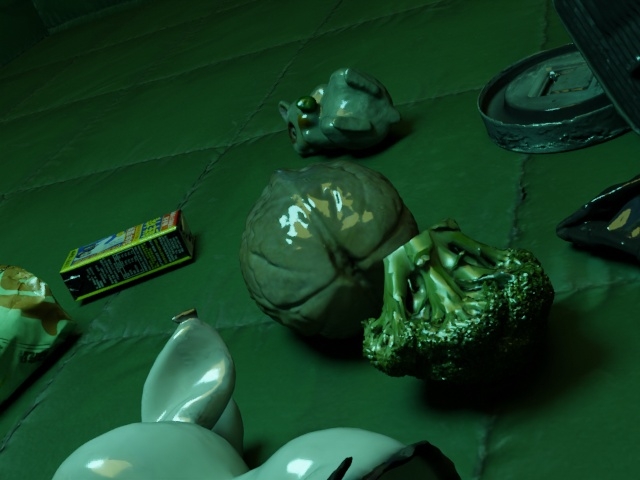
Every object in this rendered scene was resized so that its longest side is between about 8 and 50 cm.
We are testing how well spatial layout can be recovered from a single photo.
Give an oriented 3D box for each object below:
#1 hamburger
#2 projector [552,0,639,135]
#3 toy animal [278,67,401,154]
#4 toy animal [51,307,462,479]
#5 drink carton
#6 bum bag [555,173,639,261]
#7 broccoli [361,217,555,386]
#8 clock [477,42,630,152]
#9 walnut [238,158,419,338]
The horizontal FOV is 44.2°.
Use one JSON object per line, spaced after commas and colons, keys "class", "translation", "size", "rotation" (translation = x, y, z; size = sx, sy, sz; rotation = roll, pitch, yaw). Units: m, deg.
{"class": "hamburger", "translation": [-0.436, 0.115, 0.930], "size": [0.235, 0.125, 0.214], "rotation": [17, 36, 31]}
{"class": "projector", "translation": [0.478, -0.322, 0.732], "size": [0.405, 0.242, 0.395], "rotation": [-30, -4, -13]}
{"class": "toy animal", "translation": [0.009, -0.171, 1.152], "size": [0.236, 0.138, 0.108], "rotation": [-17, 60, 63]}
{"class": "toy animal", "translation": [-0.061, 0.184, 0.502], "size": [0.310, 0.183, 0.247], "rotation": [-2, 30, 43]}
{"class": "drink carton", "translation": [-0.252, 0.021, 1.038], "size": [0.165, 0.056, 0.071], "rotation": [-21, 20, 4]}
{"class": "bum bag", "translation": [0.325, -0.011, 0.637], "size": [0.137, 0.074, 0.310], "rotation": [-32, 20, -10]}
{"class": "broccoli", "translation": [0.109, 0.058, 0.637], "size": [0.162, 0.138, 0.146], "rotation": [-34, -5, 7]}
{"class": "clock", "translation": [0.311, -0.184, 0.985], "size": [0.226, 0.049, 0.226], "rotation": [-17, 30, 10]}
{"class": "walnut", "translation": [0.002, 0.001, 0.781], "size": [0.178, 0.178, 0.230], "rotation": [-25, 23, -3]}
